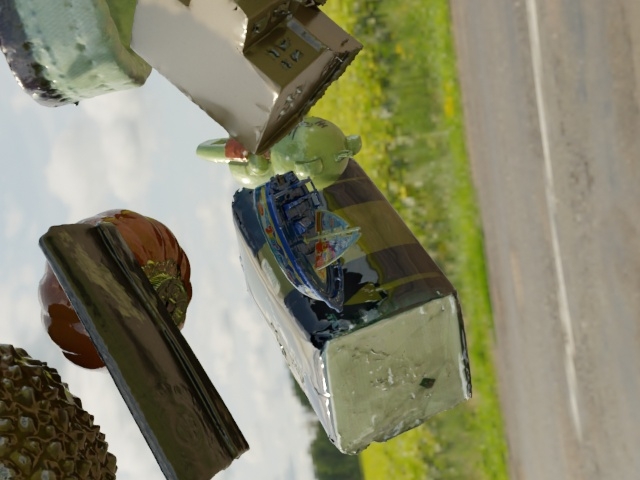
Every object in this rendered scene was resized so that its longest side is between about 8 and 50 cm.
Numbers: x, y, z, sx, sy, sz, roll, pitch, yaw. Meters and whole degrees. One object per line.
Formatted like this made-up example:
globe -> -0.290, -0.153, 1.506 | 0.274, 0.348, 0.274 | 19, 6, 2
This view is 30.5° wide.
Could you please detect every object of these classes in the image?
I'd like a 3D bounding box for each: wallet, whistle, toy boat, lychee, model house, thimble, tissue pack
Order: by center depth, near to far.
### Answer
model house -> -0.029, -0.242, 1.105 | 0.248, 0.181, 0.176 | -48, -4, -33
wallet -> -0.190, 0.119, 1.309 | 0.321, 0.044, 0.170 | 60, -160, 6
toy boat -> 0.000, 0.000, 1.343 | 0.091, 0.110, 0.175 | -30, -78, -51
thimble -> -0.292, -0.270, 1.396 | 0.237, 0.150, 0.237 | -10, -90, -81
lychee -> -0.441, 0.304, 1.467 | 0.380, 0.432, 0.380 | -55, -17, -26
whistle -> -0.068, -0.131, 1.710 | 0.131, 0.288, 0.106 | -32, -59, -44
tissue pack -> 0.044, 0.089, 1.850 | 0.416, 0.253, 0.264 | -125, 17, -47

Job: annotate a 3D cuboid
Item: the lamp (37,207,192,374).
lamp -> -0.270, 0.068, 1.552 | 0.223, 0.197, 0.223 | -22, -63, -51
